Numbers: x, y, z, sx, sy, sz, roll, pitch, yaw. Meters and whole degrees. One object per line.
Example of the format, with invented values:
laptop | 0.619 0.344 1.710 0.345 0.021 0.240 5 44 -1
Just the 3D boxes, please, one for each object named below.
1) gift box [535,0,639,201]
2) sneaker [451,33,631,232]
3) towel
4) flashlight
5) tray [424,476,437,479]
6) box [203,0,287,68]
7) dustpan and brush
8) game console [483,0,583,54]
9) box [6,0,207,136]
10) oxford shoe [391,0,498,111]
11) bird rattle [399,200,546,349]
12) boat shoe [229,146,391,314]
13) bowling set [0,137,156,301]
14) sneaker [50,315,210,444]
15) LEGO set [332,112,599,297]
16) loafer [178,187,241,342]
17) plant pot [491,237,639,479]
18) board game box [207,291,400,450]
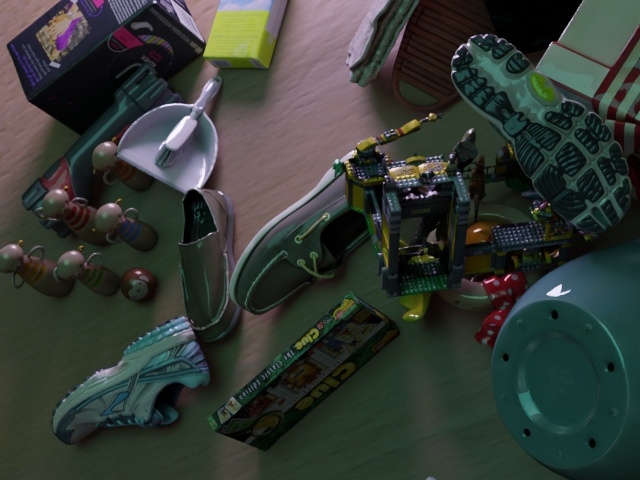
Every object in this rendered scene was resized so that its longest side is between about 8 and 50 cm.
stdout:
gift box | 0.407 -0.199 1.606 0.276 0.255 0.258 28 83 30
sneaker | 0.261 -0.127 1.506 0.107 0.110 0.275 -38 75 7
towel | 0.114 -0.358 1.859 0.282 0.049 0.187 -60 9 15
flashlight | -0.348 -0.142 2.114 0.304 0.103 0.103 -44 79 1
tray | 0.185 0.421 1.603 0.270 0.030 0.145 34 88 36
box | -0.115 -0.366 2.101 0.109 0.042 0.178 6 73 31
dustpan and brush | -0.209 -0.183 2.056 0.147 0.060 0.211 29 48 1
game console | 0.385 -0.411 1.780 0.361 0.044 0.213 -22 100 4
box | -0.352 -0.320 2.144 0.270 0.165 0.143 -35 57 13
oxford shoe | 0.219 -0.369 1.883 0.397 0.140 0.146 -59 16 6
bird rattle | 0.212 0.036 1.698 0.253 0.143 0.207 15 62 31
boat shoe | -0.002 -0.002 1.842 0.305 0.109 0.091 -45 50 2
bowling set | -0.340 -0.003 2.010 0.200 0.154 0.287 35 90 36
sneaker | -0.279 0.235 1.905 0.283 0.110 0.122 -39 78 23
LEGO set | 0.182 -0.079 1.621 0.331 0.192 0.255 -2 49 -1
loafer | -0.178 0.031 1.942 0.094 0.087 0.251 -19 61 22
plant pot | 0.331 0.144 1.442 0.293 0.235 0.293 7 100 48
board game box | -0.020 0.181 1.759 0.259 0.136 0.030 -42 59 9
